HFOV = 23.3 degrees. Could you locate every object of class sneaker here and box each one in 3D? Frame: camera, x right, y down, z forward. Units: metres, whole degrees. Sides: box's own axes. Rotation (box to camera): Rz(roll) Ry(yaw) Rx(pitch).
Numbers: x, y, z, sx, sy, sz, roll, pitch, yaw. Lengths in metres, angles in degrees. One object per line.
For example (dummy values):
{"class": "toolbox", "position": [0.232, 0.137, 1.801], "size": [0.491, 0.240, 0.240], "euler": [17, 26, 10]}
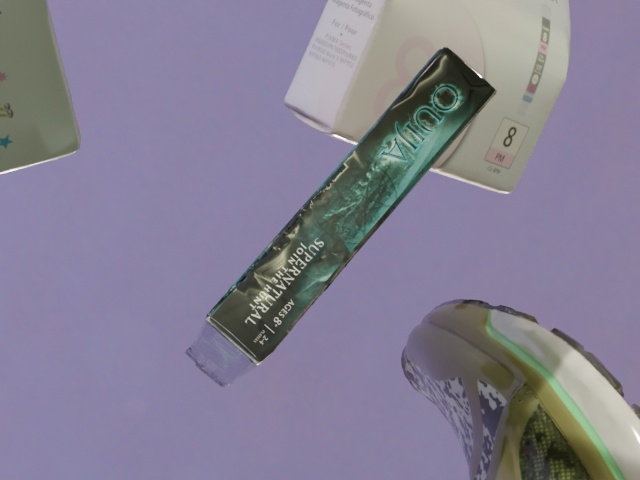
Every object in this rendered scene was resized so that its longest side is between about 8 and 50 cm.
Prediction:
{"class": "sneaker", "position": [0.097, 0.181, 0.635], "size": [0.182, 0.410, 0.158], "euler": [-33, -49, 0]}

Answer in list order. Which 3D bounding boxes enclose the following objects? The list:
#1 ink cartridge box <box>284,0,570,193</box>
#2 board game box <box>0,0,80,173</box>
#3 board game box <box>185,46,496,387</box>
{"class": "ink cartridge box", "position": [0.096, -0.156, 0.942], "size": [0.189, 0.066, 0.232], "euler": [14, -73, -48]}
{"class": "board game box", "position": [-0.265, -0.092, 0.593], "size": [0.303, 0.224, 0.097], "euler": [-16, -48, -9]}
{"class": "board game box", "position": [0.000, 0.000, 0.604], "size": [0.126, 0.026, 0.186], "euler": [-49, 0, -10]}
